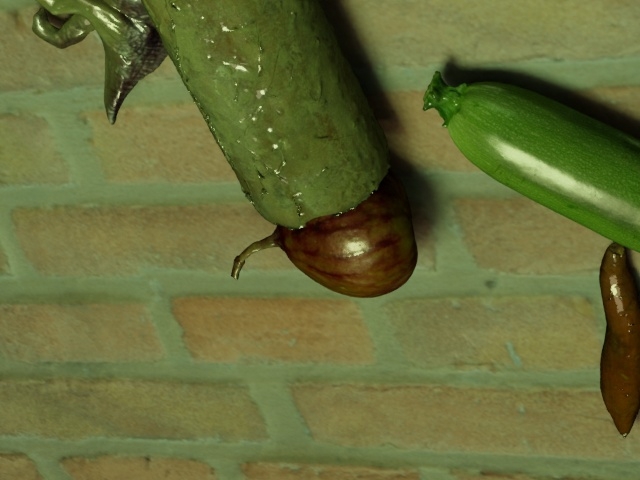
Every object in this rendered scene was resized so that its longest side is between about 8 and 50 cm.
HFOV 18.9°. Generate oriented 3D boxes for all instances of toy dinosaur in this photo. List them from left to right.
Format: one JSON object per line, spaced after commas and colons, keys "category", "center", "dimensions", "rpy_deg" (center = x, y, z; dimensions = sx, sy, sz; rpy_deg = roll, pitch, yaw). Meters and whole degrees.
{"category": "toy dinosaur", "center": [-0.217, -0.262, 2.017], "dimensions": [0.162, 0.077, 0.294], "rpy_deg": [26, 135, 1]}

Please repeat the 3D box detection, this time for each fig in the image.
{"category": "fig", "center": [0.021, -0.019, 2.078], "dimensions": [0.202, 0.149, 0.148], "rpy_deg": [21, 137, 23]}

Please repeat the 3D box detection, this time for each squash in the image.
{"category": "squash", "center": [0.282, -0.063, 1.942], "dimensions": [0.395, 0.107, 0.107], "rpy_deg": [27, 136, 2]}

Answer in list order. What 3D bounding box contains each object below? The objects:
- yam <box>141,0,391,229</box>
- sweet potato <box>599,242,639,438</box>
{"category": "yam", "center": [-0.055, -0.172, 1.960], "dimensions": [0.168, 0.168, 0.304], "rpy_deg": [-7, 126, 30]}
{"category": "sweet potato", "center": [0.335, 0.115, 2.115], "dimensions": [0.057, 0.057, 0.265], "rpy_deg": [9, 128, 18]}
